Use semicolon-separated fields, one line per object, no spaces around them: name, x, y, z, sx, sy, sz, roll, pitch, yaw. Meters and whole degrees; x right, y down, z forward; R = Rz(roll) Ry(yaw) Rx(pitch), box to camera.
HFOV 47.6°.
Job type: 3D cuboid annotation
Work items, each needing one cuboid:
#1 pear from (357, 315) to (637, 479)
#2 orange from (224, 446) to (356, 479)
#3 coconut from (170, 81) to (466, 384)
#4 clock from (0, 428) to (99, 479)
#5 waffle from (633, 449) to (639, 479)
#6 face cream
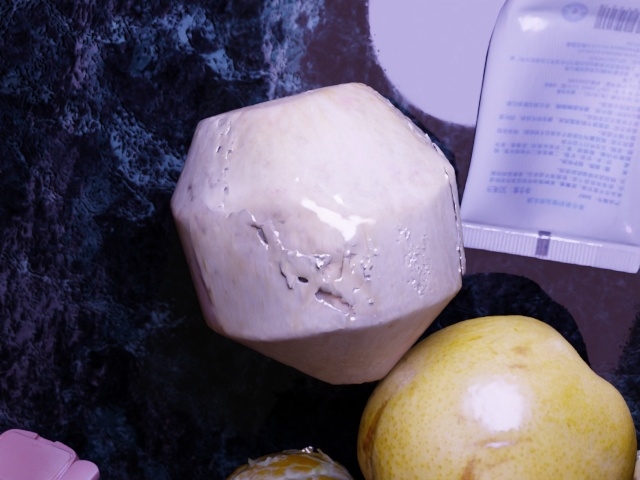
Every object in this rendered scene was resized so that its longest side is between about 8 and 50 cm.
pear;0.200;0.242;0.848;0.314;0.314;0.315;2;99;10
orange;-0.025;0.428;0.900;0.249;0.329;0.329;-19;95;-9
coconut;0.000;0.000;0.830;0.352;0.352;0.353;2;99;10
clock;-0.453;0.417;1.084;0.227;0.142;0.241;17;111;8
waffle;0.364;0.402;0.961;0.261;0.056;0.250;-31;92;16
face cream;0.304;-0.173;0.863;0.234;0.137;0.420;8;108;8
